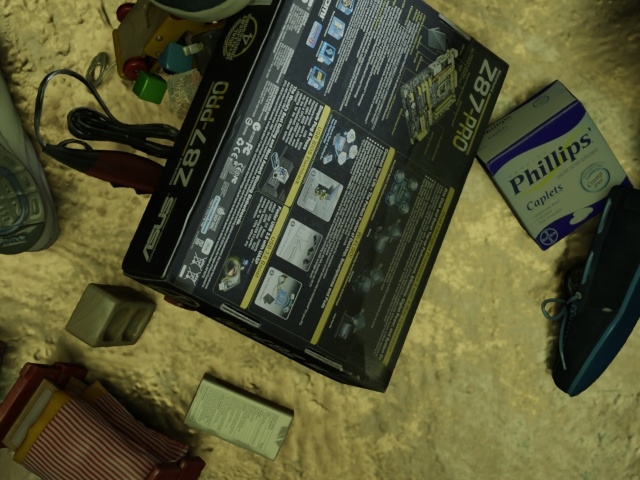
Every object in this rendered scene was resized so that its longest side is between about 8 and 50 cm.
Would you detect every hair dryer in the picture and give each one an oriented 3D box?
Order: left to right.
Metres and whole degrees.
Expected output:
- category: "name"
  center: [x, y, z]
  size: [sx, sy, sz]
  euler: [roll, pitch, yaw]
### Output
- category: "hair dryer"
  center: [-0.165, -0.064, 1.814]
  size: [0.223, 0.080, 0.293]
  euler: [-20, 108, -12]

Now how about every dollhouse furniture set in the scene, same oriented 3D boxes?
- category: "dollhouse furniture set"
  center: [-0.186, 0.130, 1.904]
  size: [0.201, 0.152, 0.374]
  euler: [34, 97, 15]

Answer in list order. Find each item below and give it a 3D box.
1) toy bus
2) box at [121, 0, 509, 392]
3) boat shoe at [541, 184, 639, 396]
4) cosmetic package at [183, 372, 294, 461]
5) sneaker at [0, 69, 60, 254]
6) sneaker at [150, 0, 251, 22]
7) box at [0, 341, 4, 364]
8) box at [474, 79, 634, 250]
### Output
- category: "toy bus"
  center: [-0.151, -0.237, 1.909]
  size: [0.104, 0.202, 0.191]
  euler: [17, 90, -31]
- category: "box"
  center: [0.007, -0.081, 1.803]
  size: [0.318, 0.097, 0.395]
  euler: [28, 78, -35]
- category: "boat shoe"
  center: [0.315, 0.052, 1.934]
  size: [0.089, 0.109, 0.258]
  euler: [34, 116, 24]
- category: "cosmetic package"
  center: [-0.093, 0.202, 1.993]
  size: [0.115, 0.041, 0.060]
  euler: [25, 95, -2]
- category: "sneaker"
  center: [-0.375, -0.111, 1.933]
  size: [0.111, 0.129, 0.297]
  euler: [-22, 77, 6]
- category: "sneaker"
  center: [-0.197, -0.337, 1.790]
  size: [0.350, 0.148, 0.131]
  euler: [32, 89, 39]
- category: "box"
  center: [-0.449, 0.232, 1.960]
  size: [0.123, 0.128, 0.257]
  euler: [13, 97, -1]
- category: "box"
  center: [0.253, -0.082, 1.916]
  size: [0.126, 0.072, 0.137]
  euler: [-35, 117, 4]
